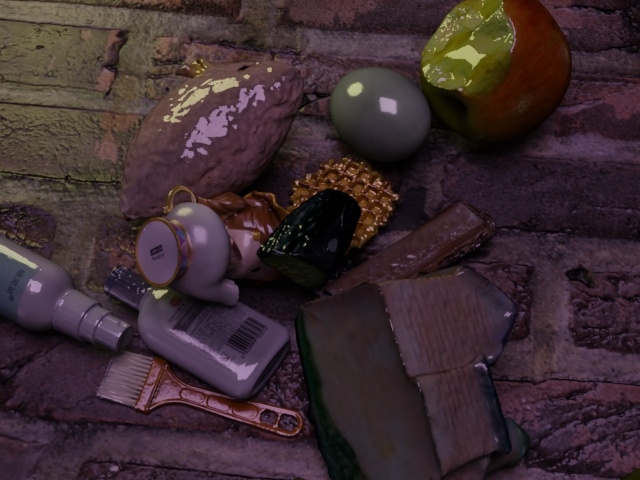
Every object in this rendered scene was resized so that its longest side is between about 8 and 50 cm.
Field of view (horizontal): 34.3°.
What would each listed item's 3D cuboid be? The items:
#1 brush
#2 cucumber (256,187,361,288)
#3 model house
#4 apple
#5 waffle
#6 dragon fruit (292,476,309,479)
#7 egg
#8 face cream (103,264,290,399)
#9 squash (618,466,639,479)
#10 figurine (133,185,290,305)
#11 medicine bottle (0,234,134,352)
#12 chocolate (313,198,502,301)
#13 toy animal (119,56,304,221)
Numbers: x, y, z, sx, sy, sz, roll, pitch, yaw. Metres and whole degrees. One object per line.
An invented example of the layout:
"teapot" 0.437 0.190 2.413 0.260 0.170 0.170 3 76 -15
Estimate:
"brush" -0.173 0.233 1.531 0.314 0.017 0.090 14 62 9
"cucumber" 0.000 0.000 1.552 0.086 0.115 0.193 -19 23 38
"model house" 0.157 0.195 1.445 0.284 0.243 0.298 -10 83 -35
"apple" 0.281 -0.285 1.712 0.226 0.246 0.246 -37 64 -11
"waffle" 0.033 -0.059 1.694 0.191 0.038 0.191 0 58 0
"dragon fruit" -0.071 0.435 1.299 0.290 0.189 0.290 0 58 0
"egg" 0.097 -0.210 1.721 0.149 0.149 0.192 -38 49 -20
"face cream" -0.196 0.125 1.562 0.291 0.071 0.144 26 52 15
"squash" 0.382 0.391 1.392 0.318 0.080 0.071 -40 28 -22
"figurine" -0.144 0.004 1.556 0.263 0.142 0.189 -8 84 -48
"medicine bottle" -0.441 0.076 1.576 0.352 0.110 0.110 25 62 15
"chocolate" 0.131 0.030 1.608 0.329 0.065 0.102 -32 40 -20
"toy animal" -0.186 -0.161 1.673 0.358 0.188 0.226 -38 31 -6
